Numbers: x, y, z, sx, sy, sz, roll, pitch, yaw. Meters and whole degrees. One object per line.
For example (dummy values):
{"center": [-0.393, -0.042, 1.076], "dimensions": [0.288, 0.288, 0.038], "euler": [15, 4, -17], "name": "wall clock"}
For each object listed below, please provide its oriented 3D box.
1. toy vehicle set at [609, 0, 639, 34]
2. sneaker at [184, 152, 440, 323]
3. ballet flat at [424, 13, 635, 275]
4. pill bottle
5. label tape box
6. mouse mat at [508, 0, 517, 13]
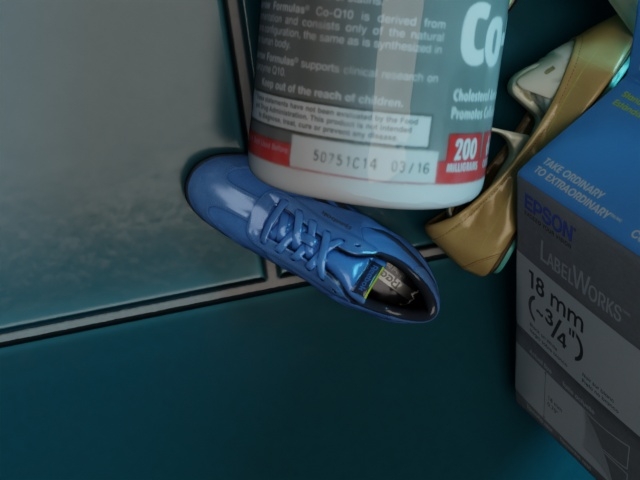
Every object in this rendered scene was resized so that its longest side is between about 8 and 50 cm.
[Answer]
{"center": [0.259, -0.229, 0.717], "dimensions": [0.267, 0.035, 0.166], "euler": [46, 65, -20], "name": "toy vehicle set"}
{"center": [0.000, 0.000, 0.724], "dimensions": [0.209, 0.082, 0.069], "euler": [29, 98, -18], "name": "sneaker"}
{"center": [0.157, -0.084, 0.746], "dimensions": [0.073, 0.080, 0.232], "euler": [30, 94, -3], "name": "ballet flat"}
{"center": [0.043, -0.174, 0.638], "dimensions": [0.161, 0.161, 0.283], "euler": [2, 105, -15], "name": "pill bottle"}
{"center": [0.238, 0.034, 0.656], "dimensions": [0.105, 0.240, 0.334], "euler": [-20, 126, -19], "name": "label tape box"}
{"center": [0.072, -0.225, 0.721], "dimensions": [0.189, 0.007, 0.153], "euler": [33, 95, -19], "name": "mouse mat"}
